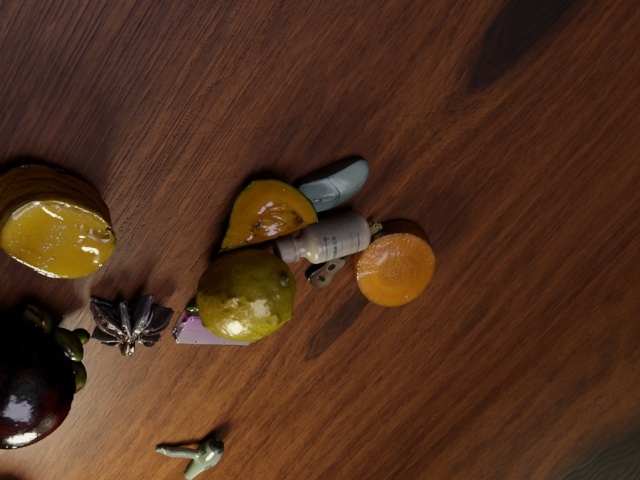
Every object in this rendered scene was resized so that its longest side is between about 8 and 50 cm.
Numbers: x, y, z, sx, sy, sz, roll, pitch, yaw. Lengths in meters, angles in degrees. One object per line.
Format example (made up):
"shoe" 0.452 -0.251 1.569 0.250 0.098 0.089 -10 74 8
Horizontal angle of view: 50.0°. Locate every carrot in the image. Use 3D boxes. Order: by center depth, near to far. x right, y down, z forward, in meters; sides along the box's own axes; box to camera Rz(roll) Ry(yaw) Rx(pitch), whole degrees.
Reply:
"carrot" 0.218 0.063 2.045 0.258 0.100 0.307 -33 133 2

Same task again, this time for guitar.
"guitar" 0.067 0.031 1.938 0.271 0.038 0.084 -44 140 16

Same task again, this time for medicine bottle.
"medicine bottle" 0.000 0.000 1.804 0.252 0.114 0.114 -15 137 -20

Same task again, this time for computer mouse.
"computer mouse" 0.030 -0.132 1.726 0.229 0.068 0.113 -28 139 -8

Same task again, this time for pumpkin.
"pumpkin" -0.138 -0.073 1.668 0.254 0.149 0.130 -18 -176 7

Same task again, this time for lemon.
"lemon" -0.189 0.137 1.714 0.288 0.233 0.233 -25 147 30

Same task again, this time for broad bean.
"broad bean" -0.260 0.163 1.847 0.195 0.046 0.061 -4 129 -34

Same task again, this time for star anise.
"star anise" -0.476 0.207 1.714 0.229 0.093 0.236 -43 138 21

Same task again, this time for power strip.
"power strip" -0.280 0.244 1.919 0.279 0.037 0.109 9 125 -40

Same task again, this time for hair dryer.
"hair dryer" -0.444 0.739 2.295 0.225 0.088 0.219 0 135 -18

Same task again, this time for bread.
"bread" -0.538 -0.036 1.378 0.195 0.142 0.270 -43 142 7

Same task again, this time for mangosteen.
"mangosteen" -0.679 0.312 1.537 0.311 0.311 0.311 -19 138 -18
